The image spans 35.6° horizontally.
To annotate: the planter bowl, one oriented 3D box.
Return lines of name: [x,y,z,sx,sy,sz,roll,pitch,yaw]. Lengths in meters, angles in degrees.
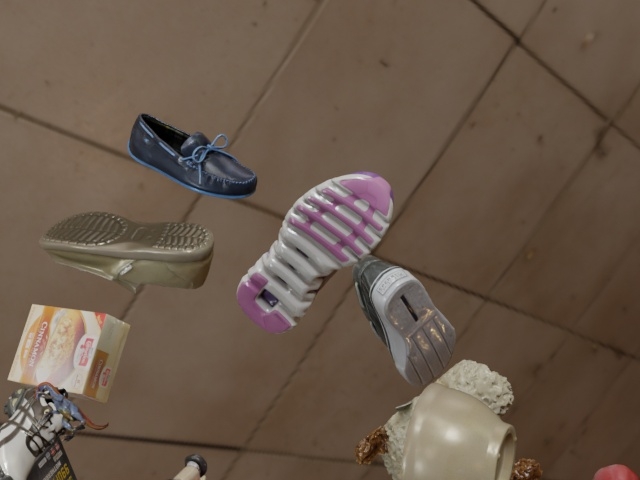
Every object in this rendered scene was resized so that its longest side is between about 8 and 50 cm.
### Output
planter bowl: [0.180,0.266,1.240,0.162,0.109,0.162,-27,121,-61]

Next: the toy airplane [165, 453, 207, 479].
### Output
toy airplane: [-0.385,0.690,2.334,0.386,0.384,0.273,-31,97,-21]

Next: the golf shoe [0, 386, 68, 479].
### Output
golf shoe: [-0.427,0.285,1.484,0.093,0.198,0.077,-16,126,6]

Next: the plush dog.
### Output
plush dog: [0.187,0.334,1.425,0.210,0.225,0.262,-26,160,-38]

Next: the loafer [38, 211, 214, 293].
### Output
loafer: [-0.275,0.024,1.412,0.102,0.268,0.092,-55,146,-53]

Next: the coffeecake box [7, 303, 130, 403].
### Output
coffeecake box: [-0.438,0.195,1.738,0.068,0.185,0.142,37,62,-53]

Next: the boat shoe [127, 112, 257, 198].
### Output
boat shoe: [-0.232,-0.150,1.770,0.109,0.258,0.089,-54,161,-57]

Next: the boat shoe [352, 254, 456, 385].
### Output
boat shoe: [0.146,0.130,1.738,0.121,0.119,0.335,-36,140,-10]

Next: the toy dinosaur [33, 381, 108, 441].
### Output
toy dinosaur: [-0.330,0.215,1.275,0.090,0.082,0.047,11,128,-47]

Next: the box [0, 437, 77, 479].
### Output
box: [-0.500,0.481,1.758,0.056,0.231,0.183,-15,103,16]

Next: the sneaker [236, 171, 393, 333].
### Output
sneaker: [0.000,0.000,1.124,0.236,0.095,0.104,-47,180,33]

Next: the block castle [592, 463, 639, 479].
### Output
block castle: [0.719,0.409,1.664,0.453,0.303,0.213,-40,-173,16]
